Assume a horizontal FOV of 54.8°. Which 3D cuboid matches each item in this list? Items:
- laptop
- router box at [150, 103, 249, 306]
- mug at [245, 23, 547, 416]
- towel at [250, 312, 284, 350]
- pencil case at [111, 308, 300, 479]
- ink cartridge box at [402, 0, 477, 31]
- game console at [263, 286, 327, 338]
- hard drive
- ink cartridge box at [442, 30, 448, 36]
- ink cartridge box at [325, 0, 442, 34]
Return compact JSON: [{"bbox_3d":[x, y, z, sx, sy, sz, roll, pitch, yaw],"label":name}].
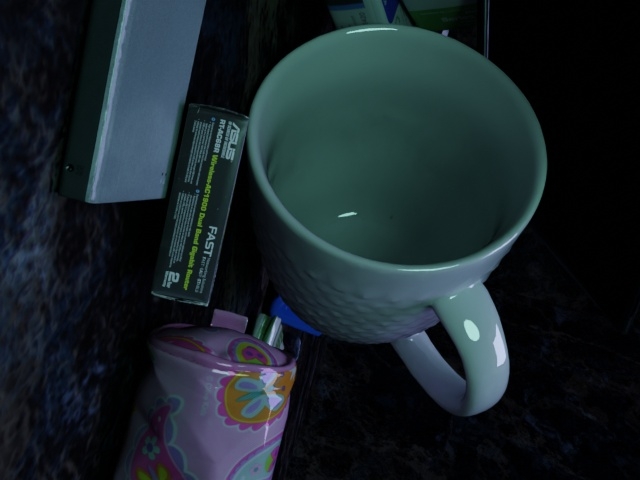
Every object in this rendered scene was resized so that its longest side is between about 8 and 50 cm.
[{"bbox_3d":[0.286,-0.201,0.613,0.408,0.236,0.382,-53,150,-25],"label":"laptop"},{"bbox_3d":[-0.079,-0.029,0.414,0.092,0.038,0.122,-127,-131,-75],"label":"router box"},{"bbox_3d":[0.081,0.016,0.681,0.374,0.276,0.328,61,-16,22],"label":"mug"},{"bbox_3d":[-0.108,0.260,0.959,0.325,0.038,0.247,93,14,-69],"label":"towel"},{"bbox_3d":[-0.103,0.200,0.473,0.124,0.124,0.284,-6,109,-83],"label":"pencil case"},{"bbox_3d":[0.116,-0.332,0.606,0.219,0.093,0.160,21,75,-63],"label":"ink cartridge box"},{"bbox_3d":[0.000,0.000,1.071,0.250,0.173,0.293,32,87,-52],"label":"game console"},{"bbox_3d":[-0.094,-0.089,0.326,0.094,0.022,0.135,-35,139,-80],"label":"hard drive"},{"bbox_3d":[0.140,-0.422,0.984,0.201,0.117,0.278,27,77,-62],"label":"ink cartridge box"},{"bbox_3d":[0.086,-0.346,0.723,0.303,0.072,0.307,56,43,-51],"label":"ink cartridge box"}]
